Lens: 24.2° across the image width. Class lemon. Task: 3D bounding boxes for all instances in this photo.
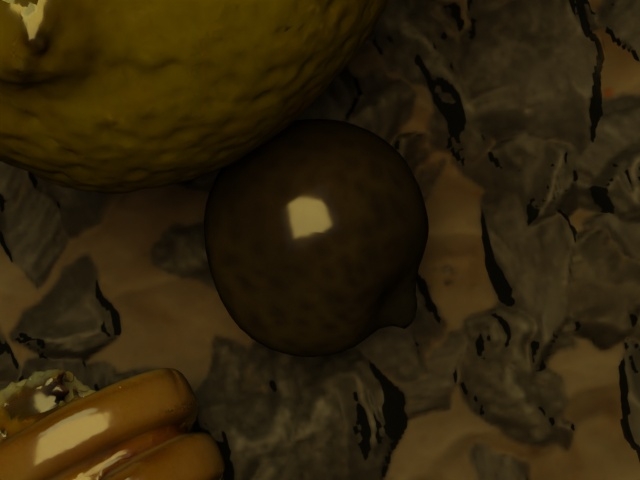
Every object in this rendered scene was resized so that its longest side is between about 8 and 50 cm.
[{"bbox_3d":[-0.082,-0.151,0.633,0.267,0.267,0.267,-1,81,6],"label":"lemon"}]

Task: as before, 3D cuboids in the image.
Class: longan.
[{"bbox_3d":[0.000,0.000,0.684,0.113,0.092,0.113,1,82,-7],"label":"longan"}]

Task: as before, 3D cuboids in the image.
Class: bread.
[{"bbox_3d":[-0.091,0.137,0.680,0.119,0.084,0.177,-28,83,2],"label":"bread"}]
